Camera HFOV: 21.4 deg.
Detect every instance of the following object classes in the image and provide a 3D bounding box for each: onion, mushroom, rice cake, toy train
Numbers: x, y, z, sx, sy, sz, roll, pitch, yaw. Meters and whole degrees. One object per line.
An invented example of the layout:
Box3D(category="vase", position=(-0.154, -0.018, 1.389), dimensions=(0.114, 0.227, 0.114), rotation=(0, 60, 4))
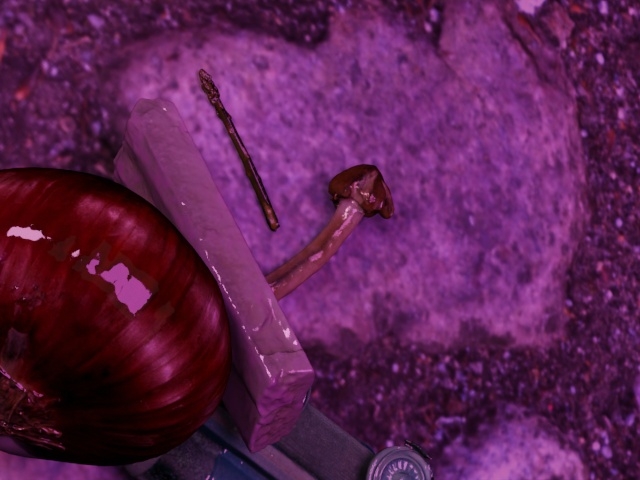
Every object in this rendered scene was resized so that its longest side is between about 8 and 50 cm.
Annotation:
Box3D(category="onion", position=(-0.185, 0.039, 1.333), dimensions=(0.273, 0.273, 0.285), rotation=(47, 45, -20))
Box3D(category="mushroom", position=(0.000, 0.000, 1.572), dimensions=(0.187, 0.061, 0.060), rotation=(-47, 115, -23))
Box3D(category="rice cake", position=(-0.092, 0.022, 1.399), dimensions=(0.050, 0.106, 0.298), rotation=(-16, 63, -26))
Box3D(category="toy train", position=(-0.038, 0.217, 1.488), dimensions=(0.298, 0.120, 0.194), rotation=(40, 70, -23))

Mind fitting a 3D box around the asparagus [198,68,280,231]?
Box3D(category="asparagus", position=(-0.074, -0.083, 1.557), dimensions=(0.016, 0.013, 0.166), rotation=(-34, 104, -42))
